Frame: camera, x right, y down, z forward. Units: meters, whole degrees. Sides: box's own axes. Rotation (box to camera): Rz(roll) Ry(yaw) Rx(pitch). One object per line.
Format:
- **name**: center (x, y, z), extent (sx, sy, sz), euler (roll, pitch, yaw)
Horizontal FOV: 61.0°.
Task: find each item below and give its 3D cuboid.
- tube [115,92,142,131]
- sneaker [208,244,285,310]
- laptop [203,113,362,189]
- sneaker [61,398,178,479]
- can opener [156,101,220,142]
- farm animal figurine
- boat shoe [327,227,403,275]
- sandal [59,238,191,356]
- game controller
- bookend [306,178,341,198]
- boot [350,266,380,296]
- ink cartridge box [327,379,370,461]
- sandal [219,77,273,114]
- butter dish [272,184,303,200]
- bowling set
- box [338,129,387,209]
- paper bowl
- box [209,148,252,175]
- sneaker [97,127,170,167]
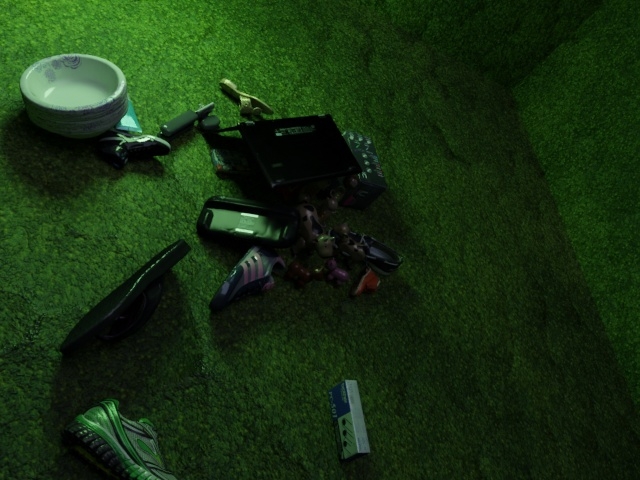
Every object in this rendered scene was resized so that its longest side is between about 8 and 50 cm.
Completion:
- **tube**: center (-0.627, -0.412, 1.741), extent (0.080, 0.052, 0.207), euler (-2, 45, -28)
- **sneaker**: center (-0.210, 0.122, 1.641), extent (0.131, 0.112, 0.319), euler (39, 43, -2)
- **laptop**: center (-0.137, -0.312, 1.911), extent (0.382, 0.236, 0.408), euler (-15, 68, -35)
- **sneaker**: center (-0.389, 0.480, 1.204), extent (0.343, 0.134, 0.146), euler (42, 42, -2)
- **can opener**: center (-0.450, -0.409, 1.897), extent (0.093, 0.074, 0.280), euler (45, 42, 2)
- **farm animal figurine**: center (0.000, 0.000, 1.851), extent (0.330, 0.172, 0.326), euler (-22, 72, -46)
- **boat shoe**: center (0.171, 0.023, 2.029), extent (0.303, 0.091, 0.114), euler (26, 46, -20)
- **sandal**: center (-0.464, 0.151, 1.394), extent (0.107, 0.168, 0.446), euler (55, 40, -15)
- **game controller**: center (-0.227, -0.060, 1.725), extent (0.319, 0.067, 0.166), euler (9, 58, 4)
- **bookend**: center (-0.014, -0.228, 2.097), extent (0.156, 0.072, 0.157), euler (-7, 63, -40)
- **boot**: center (0.164, 0.163, 1.943), extent (0.084, 0.059, 0.158), euler (47, 41, -4)
- **ink cartridge box**: center (0.079, 0.518, 1.566), extent (0.046, 0.097, 0.207), euler (12, 51, -31)
- **sandal**: center (-0.305, -0.534, 2.128), extent (0.240, 0.088, 0.079), euler (33, 74, -3)
- **butter dish**: center (-0.147, -0.238, 1.978), extent (0.160, 0.118, 0.160), euler (-48, 133, -55)
- **bowling set**: center (0.018, -0.186, 1.934), extent (0.287, 0.200, 0.154), euler (60, 38, -25)
- **box**: center (0.138, -0.284, 2.191), extent (0.143, 0.165, 0.270), euler (10, 52, -33)
- **paper bowl**: center (-0.716, -0.413, 1.603), extent (0.284, 0.148, 0.284), euler (6, 50, -8)
- **box**: center (-0.319, -0.277, 1.931), extent (0.137, 0.027, 0.094), euler (-1, 60, -39)
- **sneaker**: center (-0.581, -0.269, 1.692), extent (0.217, 0.079, 0.121), euler (10, 55, -22)
